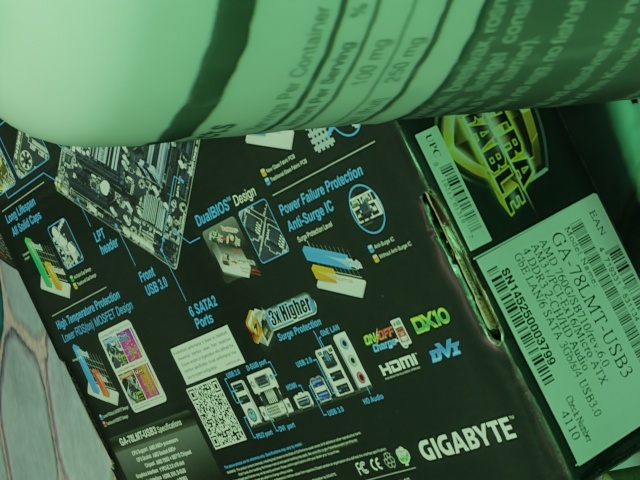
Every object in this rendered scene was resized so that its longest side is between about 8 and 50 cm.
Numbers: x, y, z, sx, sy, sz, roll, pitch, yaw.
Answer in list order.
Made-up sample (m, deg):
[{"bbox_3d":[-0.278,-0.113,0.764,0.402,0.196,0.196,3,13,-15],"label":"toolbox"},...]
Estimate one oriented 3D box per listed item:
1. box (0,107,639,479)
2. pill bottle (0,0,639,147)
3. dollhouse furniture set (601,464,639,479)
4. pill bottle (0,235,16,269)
[{"bbox_3d":[-0.034,-0.030,0.729,0.295,0.073,0.293,-27,88,56],"label":"box"},{"bbox_3d":[0.000,-0.114,0.455,0.176,0.319,0.176,174,90,-68],"label":"pill bottle"},{"bbox_3d":[0.086,0.151,0.589,0.151,0.123,0.144,-133,41,-55],"label":"dollhouse furniture set"},{"bbox_3d":[-0.112,-0.042,0.999,0.246,0.130,0.130,173,89,-67],"label":"pill bottle"}]
